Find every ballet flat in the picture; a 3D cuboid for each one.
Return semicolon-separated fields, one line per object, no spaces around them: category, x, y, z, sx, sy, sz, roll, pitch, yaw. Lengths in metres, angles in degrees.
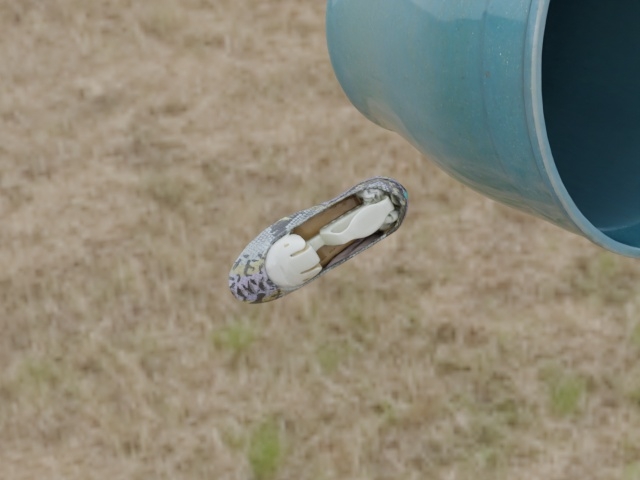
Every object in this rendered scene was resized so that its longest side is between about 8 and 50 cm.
ballet flat;0.000;0.000;0.804;0.114;0.041;0.041;-31;34;-6

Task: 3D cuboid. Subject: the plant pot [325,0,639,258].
plant pot;0.147;-0.145;0.992;0.271;0.272;0.255;-25;27;-33
